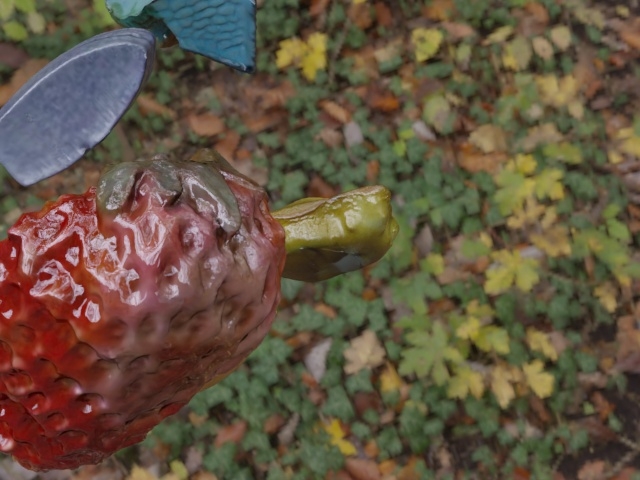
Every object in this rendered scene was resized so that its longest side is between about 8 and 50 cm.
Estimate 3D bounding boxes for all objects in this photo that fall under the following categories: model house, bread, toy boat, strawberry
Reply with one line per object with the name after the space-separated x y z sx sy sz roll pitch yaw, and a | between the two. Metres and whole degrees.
-0.216 -0.407 2.013 0.226 0.241 0.261 -28 45 11 | model house
0.000 0.000 1.711 0.233 0.161 0.088 -11 56 9 | bread
-0.338 -0.191 1.632 0.283 0.127 0.078 -38 14 7 | toy boat
-0.155 0.083 0.978 0.149 0.336 0.265 46 28 24 | strawberry

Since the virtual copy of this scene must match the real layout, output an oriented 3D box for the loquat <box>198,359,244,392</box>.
-0.196 0.061 1.412 0.274 0.275 0.275 -14 35 11 | loquat
